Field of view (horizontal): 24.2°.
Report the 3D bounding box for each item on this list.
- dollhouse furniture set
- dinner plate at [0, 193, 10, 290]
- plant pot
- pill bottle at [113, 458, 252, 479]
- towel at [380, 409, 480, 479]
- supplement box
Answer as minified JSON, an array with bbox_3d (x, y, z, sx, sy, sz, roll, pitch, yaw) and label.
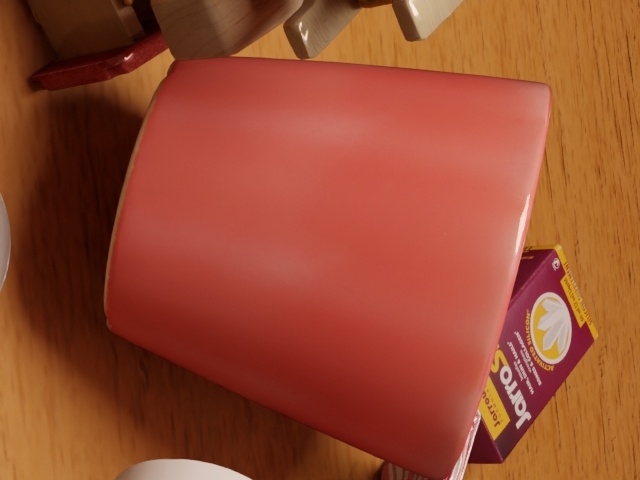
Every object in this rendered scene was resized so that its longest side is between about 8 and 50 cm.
[{"bbox_3d":[-0.066,-0.223,0.897,0.152,0.374,0.201,-41,116,-36],"label":"dollhouse furniture set"},{"bbox_3d":[-0.250,-0.003,0.934,0.141,0.017,0.141,5,83,-47],"label":"dinner plate"},{"bbox_3d":[0.000,0.000,0.988,0.275,0.243,0.275,14,90,-88],"label":"plant pot"},{"bbox_3d":[-0.087,0.236,0.767,0.131,0.131,0.229,45,41,-34],"label":"pill bottle"},{"bbox_3d":[0.061,0.210,1.133,0.029,0.197,0.144,24,64,-6],"label":"towel"},{"bbox_3d":[0.154,0.097,1.300,0.188,0.081,0.104,-45,117,-39],"label":"supplement box"}]
